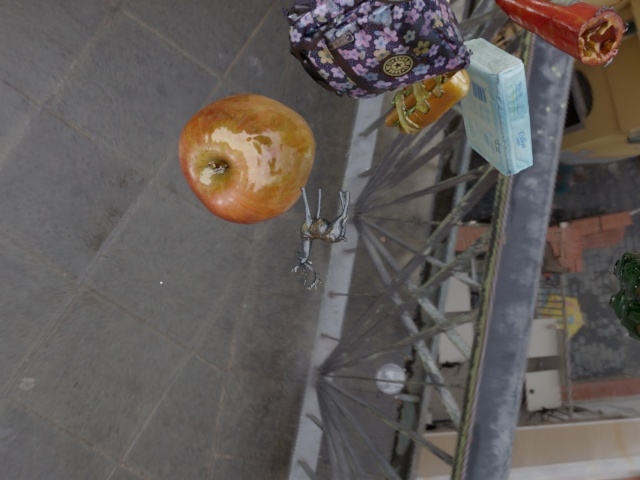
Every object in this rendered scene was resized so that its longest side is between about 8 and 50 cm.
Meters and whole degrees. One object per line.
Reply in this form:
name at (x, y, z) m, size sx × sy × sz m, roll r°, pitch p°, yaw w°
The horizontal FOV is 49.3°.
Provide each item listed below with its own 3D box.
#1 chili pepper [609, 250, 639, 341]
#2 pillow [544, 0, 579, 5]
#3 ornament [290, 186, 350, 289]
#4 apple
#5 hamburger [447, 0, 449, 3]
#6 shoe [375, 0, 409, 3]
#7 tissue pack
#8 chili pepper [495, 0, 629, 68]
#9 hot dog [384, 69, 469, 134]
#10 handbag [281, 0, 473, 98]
chili pepper at (0.565, 0.093, 1.014) m, size 0.261 × 0.174 × 0.165 m, roll 7°, pitch 87°, yaw 16°
pillow at (0.178, -0.247, 0.386) m, size 0.128 × 0.229 × 0.051 m, roll 24°, pitch 42°, yaw -24°
ornament at (0.000, 0.000, 0.832) m, size 0.028 × 0.073 × 0.125 m, roll 3°, pitch 97°, yaw -55°
apple at (-0.133, -0.159, 1.322) m, size 0.242 × 0.241 × 0.242 m, roll 9°, pitch 111°, yaw 24°
hamburger at (0.109, -0.445, 1.308) m, size 0.179 × 0.276 × 0.294 m, roll 18°, pitch 51°, yaw -28°
shoe at (-0.013, -0.145, 0.287) m, size 0.179 × 0.049 × 0.071 m, roll 15°, pitch 120°, yaw -28°
tissue pack at (0.377, -0.290, 1.513) m, size 0.089 × 0.177 × 0.263 m, roll -28°, pitch 130°, yaw -5°
chili pepper at (0.273, -0.271, 0.841) m, size 0.088 × 0.169 × 0.065 m, roll 16°, pitch 110°, yaw -47°
hot dog at (0.197, -0.271, 1.308) m, size 0.072 × 0.269 × 0.109 m, roll 5°, pitch 72°, yaw -21°
handbag at (0.074, -0.280, 0.961) m, size 0.228 × 0.207 × 0.127 m, roll 27°, pitch 49°, yaw -49°
